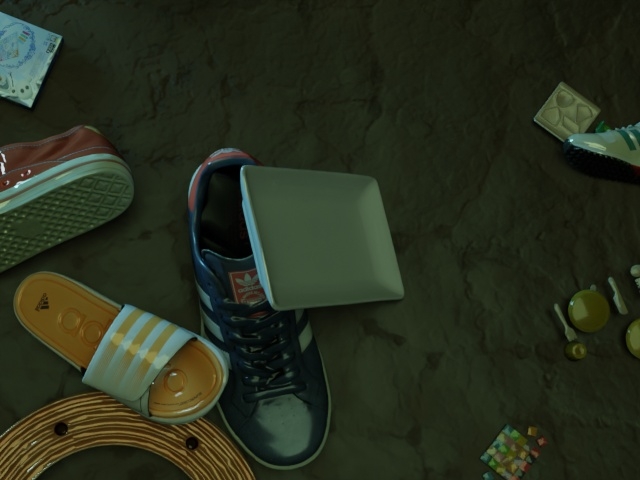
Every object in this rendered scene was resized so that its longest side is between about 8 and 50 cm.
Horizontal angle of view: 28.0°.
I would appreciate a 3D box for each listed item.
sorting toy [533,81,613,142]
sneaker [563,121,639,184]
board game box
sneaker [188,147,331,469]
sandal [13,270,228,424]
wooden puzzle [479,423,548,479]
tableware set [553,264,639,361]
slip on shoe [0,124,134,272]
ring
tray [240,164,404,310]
[{"bbox_3d":[0.295,-0.136,1.480,0.083,0.012,0.062,37,78,4],"label":"sorting toy"},{"bbox_3d":[0.356,-0.110,1.465,0.161,0.057,0.075,11,68,-4],"label":"sneaker"},{"bbox_3d":[-0.346,-0.202,1.433,0.090,0.020,0.090,22,80,-1],"label":"board game box"},{"bbox_3d":[-0.072,0.069,1.346,0.131,0.148,0.350,-15,82,-7],"label":"sneaker"},{"bbox_3d":[-0.224,0.108,1.330,0.265,0.076,0.102,24,86,18],"label":"sandal"},{"bbox_3d":[0.210,0.236,1.414,0.049,0.006,0.083,39,80,2],"label":"wooden puzzle"},{"bbox_3d":[0.342,0.090,1.443,0.154,0.024,0.104,-23,87,-9],"label":"tableware set"},{"bbox_3d":[-0.363,-0.033,1.369,0.331,0.123,0.101,-22,51,-3],"label":"slip on shoe"},{"bbox_3d":[-0.218,0.324,1.342,0.337,0.032,0.336,2,79,-8],"label":"ring"},{"bbox_3d":[0.000,0.000,1.335,0.030,0.270,0.145,-19,80,30],"label":"tray"}]
